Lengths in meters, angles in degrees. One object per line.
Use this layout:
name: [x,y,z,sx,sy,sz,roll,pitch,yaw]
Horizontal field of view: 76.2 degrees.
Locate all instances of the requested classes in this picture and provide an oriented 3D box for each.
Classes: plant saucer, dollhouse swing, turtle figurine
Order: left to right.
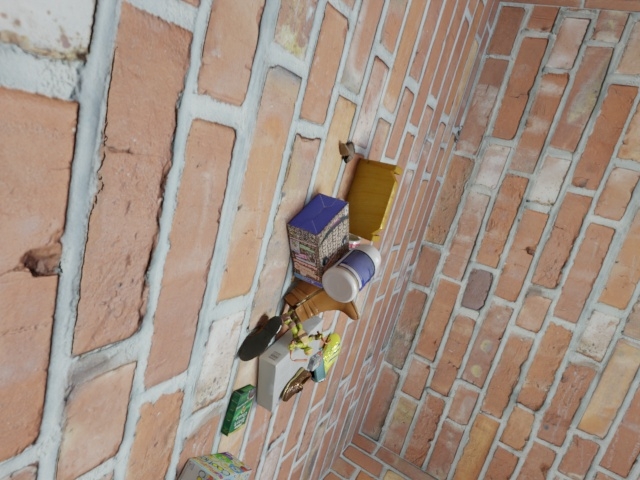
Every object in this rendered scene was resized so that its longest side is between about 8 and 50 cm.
turtle figurine: [-0.078,0.399,1.735,0.087,0.217,0.270,-37,163,36]
plant saucer: [-0.006,0.673,2.198,0.067,0.018,0.191,-13,105,-26]
dollhouse swing: [0.290,-0.176,1.948,0.305,0.315,0.346,11,99,-44]

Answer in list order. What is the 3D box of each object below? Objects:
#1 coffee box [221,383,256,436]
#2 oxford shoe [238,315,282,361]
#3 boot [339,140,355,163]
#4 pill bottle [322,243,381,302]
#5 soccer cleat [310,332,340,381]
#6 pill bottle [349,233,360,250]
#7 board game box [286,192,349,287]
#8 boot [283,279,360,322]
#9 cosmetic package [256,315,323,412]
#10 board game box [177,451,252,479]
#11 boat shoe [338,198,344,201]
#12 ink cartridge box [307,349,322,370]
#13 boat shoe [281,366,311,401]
coffee box: [-0.326,0.680,1.639,0.113,0.041,0.184,10,100,-65]
oxford shoe: [-0.232,0.381,1.575,0.212,0.076,0.076,-43,-174,-25]
boot: [0.117,-0.385,1.713,0.086,0.042,0.118,-62,156,-29]
pill bottle: [0.135,0.123,1.663,0.265,0.153,0.153,-39,141,-47]
soccer cleat: [0.029,0.652,2.272,0.289,0.094,0.121,-64,148,-11]
pill bottle: [0.126,0.066,1.992,0.108,0.108,0.180,-24,129,-57]
board game box: [0.000,0.000,1.649,0.232,0.141,0.290,-48,148,-37]
boot: [0.006,0.269,1.687,0.220,0.283,0.109,-37,168,-20]
cosmetic package: [-0.134,0.542,1.854,0.377,0.098,0.284,-34,137,-51]
board game box: [-0.405,0.915,1.545,0.144,0.142,0.275,-63,155,-13]
boat shoe: [0.073,-0.123,1.822,0.042,0.049,0.132,152,-46,-78]
ink cartridge box: [-0.017,0.582,1.982,0.115,0.029,0.062,-11,119,-62]
boat shoe: [-0.105,0.644,1.812,0.178,0.060,0.064,-45,148,-41]
